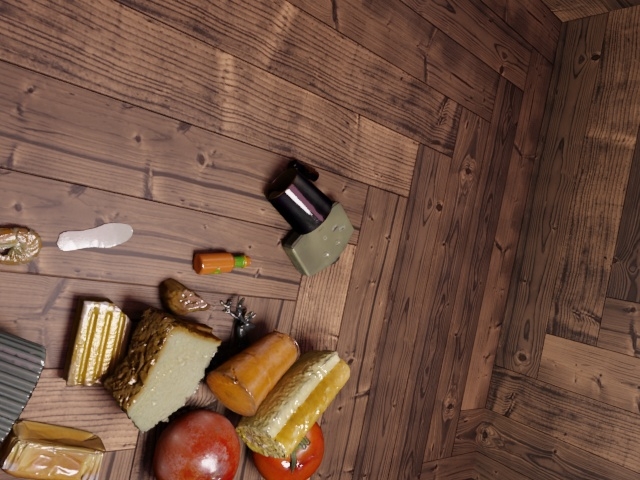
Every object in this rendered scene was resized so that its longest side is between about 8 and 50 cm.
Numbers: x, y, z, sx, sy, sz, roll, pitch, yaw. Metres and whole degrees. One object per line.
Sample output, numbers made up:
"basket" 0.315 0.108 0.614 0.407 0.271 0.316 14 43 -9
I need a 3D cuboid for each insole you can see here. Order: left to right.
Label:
"insole" -0.613 -0.009 1.336 0.197 0.004 0.065 -13 105 -37

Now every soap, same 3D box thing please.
"soap" -0.608 0.277 1.341 0.140 0.073 0.231 12 89 -42

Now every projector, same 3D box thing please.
"projector" 0.000 0.000 1.790 0.269 0.088 0.193 -45 123 -24

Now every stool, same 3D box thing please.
"stool" -0.828 0.293 1.036 0.330 0.297 0.297 38 73 -32

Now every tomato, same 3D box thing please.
"tomato" -0.368 0.657 1.488 0.265 0.265 0.264 -7 101 -39
"tomato" -0.115 0.724 1.709 0.256 0.256 0.224 -27 145 -34

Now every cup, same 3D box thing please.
"cup" -0.081 -0.158 1.692 0.166 0.239 0.177 -36 121 19

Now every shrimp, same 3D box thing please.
"shrimp" -0.780 0.013 1.188 0.180 0.041 0.099 1 111 -41

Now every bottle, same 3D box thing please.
"bottle" -0.308 0.071 1.560 0.187 0.069 0.069 -3 99 -38

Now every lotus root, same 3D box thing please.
"lotus root" -0.412 0.187 1.469 0.159 0.135 0.095 34 76 -24

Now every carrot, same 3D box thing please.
"carrot" -0.208 0.399 1.545 0.254 0.196 0.195 -45 123 -43

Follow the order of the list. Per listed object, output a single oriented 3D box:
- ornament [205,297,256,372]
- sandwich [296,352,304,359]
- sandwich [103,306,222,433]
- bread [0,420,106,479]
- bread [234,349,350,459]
"ornament" -0.299 0.307 1.601 0.202 0.080 0.236 -9 105 -41
"sandwich" -0.046 0.476 1.846 0.193 0.058 0.162 -41 120 -25
"sandwich" -0.457 0.372 1.391 0.325 0.131 0.262 -63 153 -8
"bread" -0.698 0.555 1.270 0.241 0.136 0.107 29 80 -38
"bread" -0.090 0.522 1.615 0.375 0.237 0.165 -41 103 -37
